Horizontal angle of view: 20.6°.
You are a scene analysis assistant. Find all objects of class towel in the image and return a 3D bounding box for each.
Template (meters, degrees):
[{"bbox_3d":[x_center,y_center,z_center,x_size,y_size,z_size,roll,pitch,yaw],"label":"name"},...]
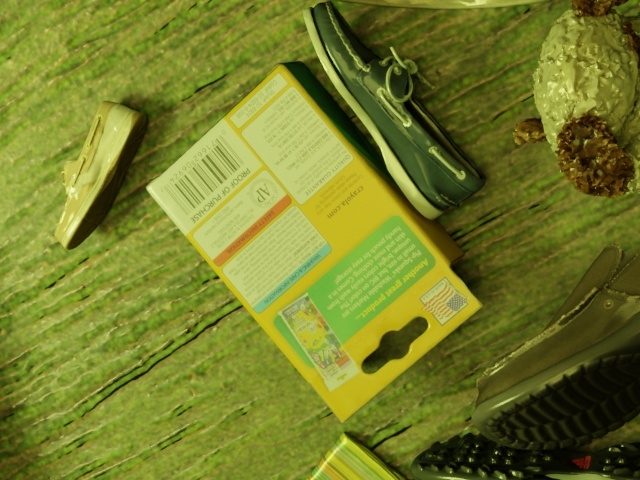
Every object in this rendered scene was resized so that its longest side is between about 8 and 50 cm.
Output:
[{"bbox_3d":[-0.003,0.325,1.923,0.102,0.021,0.237,41,107,13],"label":"towel"}]

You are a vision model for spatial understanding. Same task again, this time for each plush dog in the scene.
[{"bbox_3d":[0.263,-0.140,1.646,0.210,0.225,0.262,-2,77,19],"label":"plush dog"}]

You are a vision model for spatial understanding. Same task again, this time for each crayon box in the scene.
[{"bbox_3d":[0.000,0.000,1.841,0.203,0.083,0.323,-41,85,17],"label":"crayon box"}]

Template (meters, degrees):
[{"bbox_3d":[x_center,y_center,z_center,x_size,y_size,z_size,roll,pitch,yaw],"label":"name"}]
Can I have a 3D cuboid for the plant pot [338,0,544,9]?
[{"bbox_3d":[0.078,-0.398,1.664,0.333,0.334,0.305,4,87,15],"label":"plant pot"}]

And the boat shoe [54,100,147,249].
[{"bbox_3d":[-0.250,-0.073,1.915,0.059,0.063,0.170,30,95,12],"label":"boat shoe"}]

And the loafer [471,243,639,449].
[{"bbox_3d":[0.306,0.080,1.755,0.366,0.134,0.130,-32,48,9],"label":"loafer"}]

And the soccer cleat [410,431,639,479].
[{"bbox_3d":[0.248,0.266,1.804,0.318,0.108,0.116,1,112,17],"label":"soccer cleat"}]

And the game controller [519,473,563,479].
[{"bbox_3d":[0.300,0.341,1.750,0.319,0.067,0.166,31,132,-10],"label":"game controller"}]

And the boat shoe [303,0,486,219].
[{"bbox_3d":[0.074,-0.143,1.793,0.079,0.095,0.254,-33,90,19],"label":"boat shoe"}]
